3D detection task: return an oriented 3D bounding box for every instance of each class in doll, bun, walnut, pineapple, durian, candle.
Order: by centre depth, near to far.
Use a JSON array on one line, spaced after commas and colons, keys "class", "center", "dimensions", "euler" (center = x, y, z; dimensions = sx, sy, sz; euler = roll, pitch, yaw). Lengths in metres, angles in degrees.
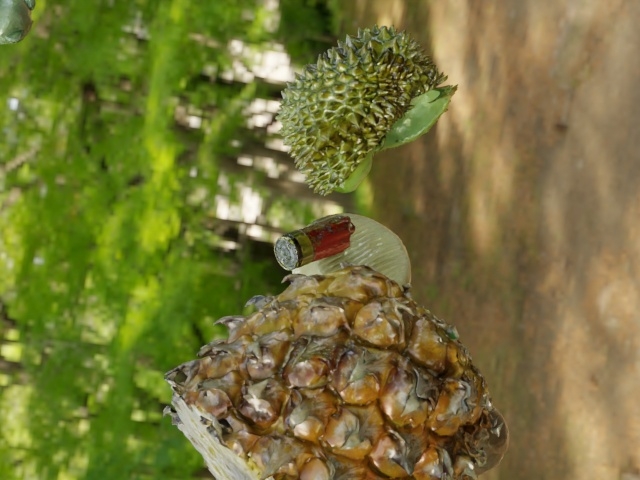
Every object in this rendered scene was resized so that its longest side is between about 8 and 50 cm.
[{"class": "pineapple", "center": [0.024, 0.200, 1.436], "dimensions": [0.300, 0.352, 0.352], "euler": [-38, 2, -10]}, {"class": "durian", "center": [0.052, -0.178, 1.734], "dimensions": [0.176, 0.237, 0.200], "euler": [58, 177, -10]}, {"class": "candle", "center": [0.000, 0.000, 1.793], "dimensions": [0.052, 0.130, 0.052], "euler": [23, 123, 42]}, {"class": "doll", "center": [-0.505, -0.337, 1.976], "dimensions": [0.077, 0.150, 0.115], "euler": [109, 173, -58]}, {"class": "bun", "center": [0.045, 0.058, 2.176], "dimensions": [0.222, 0.222, 0.127], "euler": [-90, 15, -48]}, {"class": "walnut", "center": [0.250, 0.335, 2.248], "dimensions": [0.162, 0.140, 0.140], "euler": [8, -89, -59]}]
